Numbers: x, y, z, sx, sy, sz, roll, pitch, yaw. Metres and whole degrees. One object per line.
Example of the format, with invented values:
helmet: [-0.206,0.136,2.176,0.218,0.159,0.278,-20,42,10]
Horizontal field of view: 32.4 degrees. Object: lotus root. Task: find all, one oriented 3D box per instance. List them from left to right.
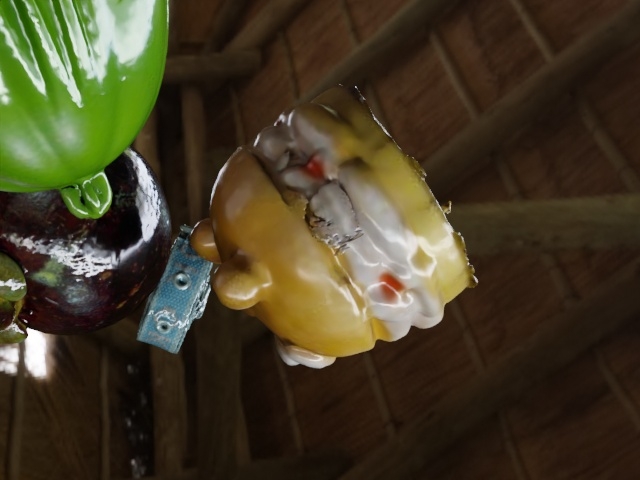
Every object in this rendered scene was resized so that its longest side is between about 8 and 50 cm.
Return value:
lotus root: [-0.138,-0.086,0.503,0.186,0.186,0.186,4,-142,-3]

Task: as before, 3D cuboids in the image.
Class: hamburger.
hamburger: [0.000,0.000,1.126,0.237,0.276,0.276,-32,-133,-5]

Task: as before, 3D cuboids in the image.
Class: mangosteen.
mangosteen: [-0.317,-0.011,1.279,0.288,0.288,0.288,4,-142,-3]

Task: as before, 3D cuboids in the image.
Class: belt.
belt: [-0.207,0.081,1.619,0.082,0.163,0.147,20,-155,-5]
